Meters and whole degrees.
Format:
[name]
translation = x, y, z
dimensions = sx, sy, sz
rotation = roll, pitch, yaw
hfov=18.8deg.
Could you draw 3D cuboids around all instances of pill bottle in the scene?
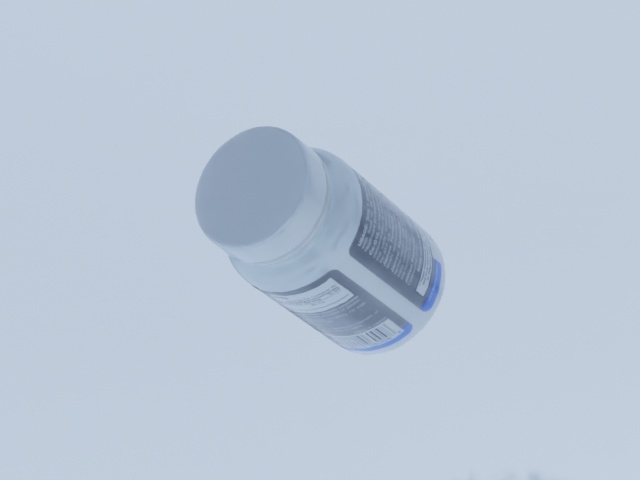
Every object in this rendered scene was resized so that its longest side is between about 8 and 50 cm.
[pill bottle]
translation = 0.000, 0.000, 0.977
dimensions = 0.078, 0.078, 0.137
rotation = -8, -27, 29
